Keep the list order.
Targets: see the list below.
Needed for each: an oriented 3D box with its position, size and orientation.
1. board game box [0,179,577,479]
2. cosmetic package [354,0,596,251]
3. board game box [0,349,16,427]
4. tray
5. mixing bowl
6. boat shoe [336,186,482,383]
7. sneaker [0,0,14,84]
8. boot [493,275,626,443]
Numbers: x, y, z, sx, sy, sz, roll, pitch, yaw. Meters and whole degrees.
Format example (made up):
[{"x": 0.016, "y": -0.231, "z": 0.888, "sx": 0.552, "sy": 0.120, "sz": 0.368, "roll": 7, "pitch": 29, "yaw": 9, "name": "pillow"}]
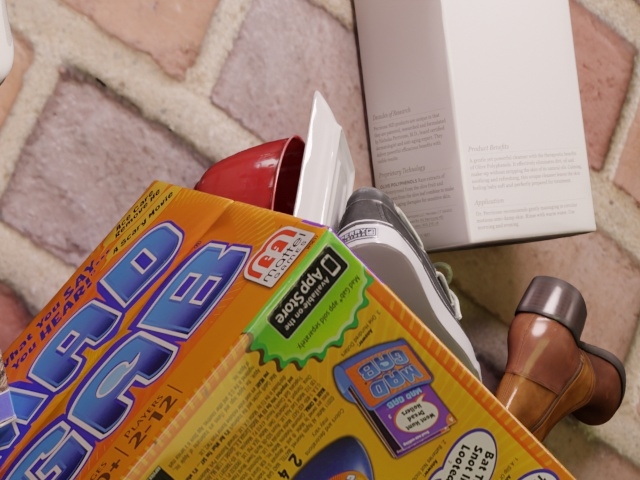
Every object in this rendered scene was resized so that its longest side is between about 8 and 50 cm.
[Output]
[{"x": -0.069, "y": 0.212, "z": 1.592, "sx": 0.356, "sy": 0.356, "sz": 0.356, "roll": 46, "pitch": 76, "yaw": -24, "name": "board game box"}, {"x": 0.162, "y": -0.175, "z": 2.053, "sx": 0.197, "sy": 0.155, "sz": 0.365, "roll": -4, "pitch": 86, "yaw": -37, "name": "cosmetic package"}, {"x": -0.390, "y": 0.017, "z": 1.529, "sx": 0.141, "sy": 0.232, "sz": 0.291, "roll": -24, "pitch": 115, "yaw": -39, "name": "board game box"}, {"x": 0.000, "y": 0.000, "z": 1.908, "sx": 0.145, "sy": 0.030, "sz": 0.270, "roll": 72, "pitch": 24, "yaw": -60, "name": "tray"}, {"x": -0.072, "y": -0.014, "z": 1.875, "sx": 0.181, "sy": 0.098, "sz": 0.181, "roll": 2, "pitch": 90, "yaw": -77, "name": "mixing bowl"}, {"x": 0.088, "y": 0.072, "z": 1.980, "sx": 0.105, "sy": 0.113, "sz": 0.306, "roll": -85, "pitch": 151, "yaw": -45, "name": "boat shoe"}, {"x": -0.309, "y": -0.355, "z": 1.642, "sx": 0.169, "sy": 0.258, "sz": 0.447, "roll": -35, "pitch": 106, "yaw": -65, "name": "sneaker"}, {"x": 0.231, "y": 0.219, "z": 2.048, "sx": 0.280, "sy": 0.096, "sz": 0.264, "roll": -64, "pitch": 155, "yaw": -24, "name": "boot"}]
